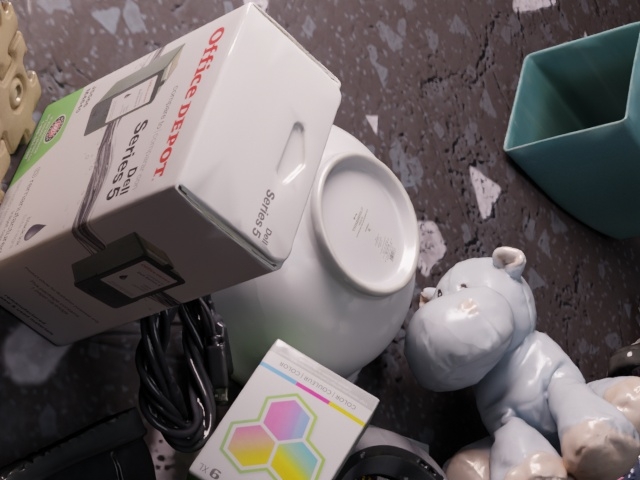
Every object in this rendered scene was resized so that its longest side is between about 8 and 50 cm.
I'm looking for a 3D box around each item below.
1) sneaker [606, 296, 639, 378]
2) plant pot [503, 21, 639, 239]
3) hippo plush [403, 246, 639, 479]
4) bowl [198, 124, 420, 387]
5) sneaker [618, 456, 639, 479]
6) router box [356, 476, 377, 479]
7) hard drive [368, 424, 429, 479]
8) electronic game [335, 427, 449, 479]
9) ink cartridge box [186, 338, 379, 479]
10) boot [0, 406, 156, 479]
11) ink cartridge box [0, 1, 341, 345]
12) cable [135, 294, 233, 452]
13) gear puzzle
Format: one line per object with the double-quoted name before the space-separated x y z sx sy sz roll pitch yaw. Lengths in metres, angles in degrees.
"sneaker" 0.412 0.121 1.901 0.229 0.086 0.132 18 57 -54
"plant pot" 0.368 -0.116 1.885 0.234 0.166 0.165 47 45 -35
"hippo plush" 0.217 0.123 1.556 0.294 0.234 0.236 -35 100 -51
"bowl" 0.000 0.000 1.454 0.298 0.134 0.297 20 62 -41
"sneaker" 0.370 0.314 1.770 0.131 0.112 0.319 28 51 -17
"router box" -0.007 0.255 1.411 0.133 0.046 0.179 25 58 -40
"hard drive" 0.070 0.260 1.510 0.094 0.022 0.135 24 58 -39
"electronic game" 0.058 0.286 1.396 0.229 0.048 0.229 18 60 -35
"ink cartridge box" -0.047 0.200 1.312 0.109 0.062 0.209 31 59 8
"boot" -0.186 0.261 1.177 0.246 0.094 0.207 -21 87 -55
"ink cartridge box" -0.135 -0.048 1.220 0.115 0.273 0.198 41 49 -30
"cable" -0.125 0.087 1.306 0.150 0.047 0.184 -39 124 -66
"gear puzzle" -0.306 -0.049 1.170 0.175 0.044 0.339 80 21 -51
